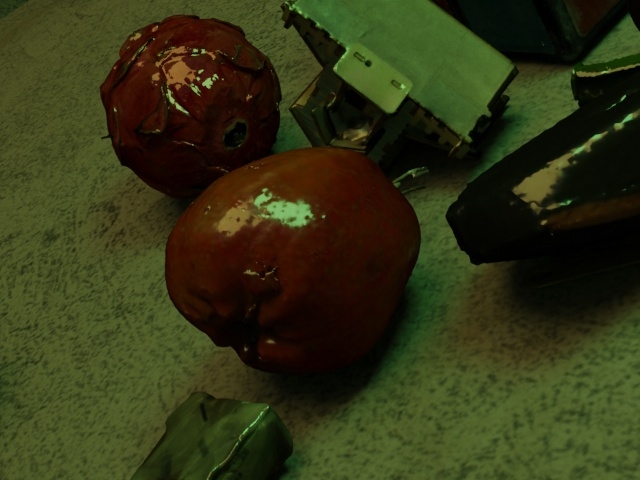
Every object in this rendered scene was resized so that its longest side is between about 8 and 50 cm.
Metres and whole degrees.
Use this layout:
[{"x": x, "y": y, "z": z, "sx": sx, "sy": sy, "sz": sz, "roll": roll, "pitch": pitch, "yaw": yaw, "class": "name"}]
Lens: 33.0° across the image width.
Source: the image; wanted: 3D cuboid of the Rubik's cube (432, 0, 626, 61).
[{"x": 0.226, "y": -0.434, "z": 1.294, "sx": 0.316, "sy": 0.318, "sz": 0.313, "roll": -46, "pitch": 33, "yaw": -18, "class": "Rubik's cube"}]

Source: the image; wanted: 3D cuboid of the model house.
[{"x": 0.059, "y": -0.166, "z": 1.212, "sx": 0.178, "sy": 0.271, "sz": 0.206, "roll": -55, "pitch": 1, "yaw": -26, "class": "model house"}]

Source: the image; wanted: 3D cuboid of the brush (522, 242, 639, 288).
[{"x": 0.269, "y": 0.011, "z": 0.928, "sx": 0.205, "sy": 0.011, "sz": 0.083, "roll": -17, "pitch": 35, "yaw": 27, "class": "brush"}]

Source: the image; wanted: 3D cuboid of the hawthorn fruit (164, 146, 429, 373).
[{"x": 0.000, "y": 0.000, "z": 1.021, "sx": 0.211, "sy": 0.211, "sz": 0.299, "roll": 7, "pitch": 38, "yaw": 47, "class": "hawthorn fruit"}]

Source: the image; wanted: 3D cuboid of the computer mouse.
[{"x": 0.262, "y": -0.066, "z": 0.917, "sx": 0.323, "sy": 0.116, "sz": 0.183, "roll": -32, "pitch": 2, "yaw": 0, "class": "computer mouse"}]

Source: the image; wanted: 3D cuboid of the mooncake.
[{"x": -0.097, "y": 0.199, "z": 0.942, "sx": 0.125, "sy": 0.073, "sz": 0.130, "roll": 2, "pitch": 43, "yaw": 48, "class": "mooncake"}]

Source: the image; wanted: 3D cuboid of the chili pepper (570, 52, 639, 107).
[{"x": 0.414, "y": -0.173, "z": 1.000, "sx": 0.359, "sy": 0.085, "sz": 0.076, "roll": -9, "pitch": 77, "yaw": 27, "class": "chili pepper"}]

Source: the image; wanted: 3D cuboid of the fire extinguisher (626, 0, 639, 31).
[{"x": 0.478, "y": -0.320, "z": 1.108, "sx": 0.337, "sy": 0.114, "sz": 0.135, "roll": -41, "pitch": 66, "yaw": -11, "class": "fire extinguisher"}]

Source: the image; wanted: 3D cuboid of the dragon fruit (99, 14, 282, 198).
[{"x": -0.166, "y": -0.172, "z": 1.385, "sx": 0.252, "sy": 0.241, "sz": 0.241, "roll": 12, "pitch": 51, "yaw": 31, "class": "dragon fruit"}]
